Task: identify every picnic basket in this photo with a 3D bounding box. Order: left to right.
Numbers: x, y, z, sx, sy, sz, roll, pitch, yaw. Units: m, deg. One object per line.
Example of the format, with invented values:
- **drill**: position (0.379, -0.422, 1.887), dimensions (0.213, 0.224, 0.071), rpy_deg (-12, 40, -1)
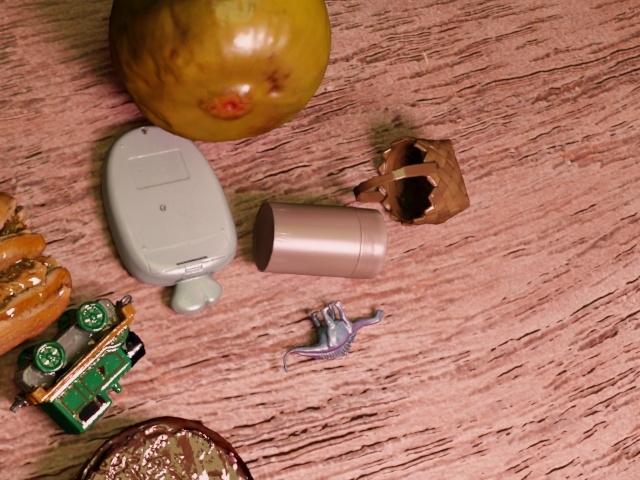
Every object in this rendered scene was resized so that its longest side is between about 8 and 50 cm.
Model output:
- **picnic basket**: position (0.133, -0.092, 1.860), dimensions (0.179, 0.128, 0.137), rpy_deg (-5, 71, -34)

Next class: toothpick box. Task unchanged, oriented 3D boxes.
- **toothpick box**: position (0.000, 0.000, 1.783), dimensions (0.181, 0.111, 0.111), rpy_deg (4, 70, -20)

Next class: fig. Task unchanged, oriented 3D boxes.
- **fig**: position (-0.145, -0.323, 1.732), dimensions (0.343, 0.343, 0.343), rpy_deg (8, 69, -20)

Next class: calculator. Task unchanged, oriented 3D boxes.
- **calculator**: position (-0.218, -0.034, 1.743), dimensions (0.184, 0.042, 0.295), rpy_deg (-15, 76, -26)

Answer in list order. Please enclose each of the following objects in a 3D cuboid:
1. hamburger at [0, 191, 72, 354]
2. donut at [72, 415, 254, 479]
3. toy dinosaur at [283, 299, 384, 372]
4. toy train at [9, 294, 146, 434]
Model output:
- **hamburger**: position (-0.462, 0.061, 1.507), dimensions (0.260, 0.245, 0.211), rpy_deg (-32, 90, -3)
- **donut**: position (-0.204, 0.366, 1.571), dimensions (0.270, 0.103, 0.269), rpy_deg (6, 71, -19)
- **toy dinosaur**: position (0.018, 0.137, 1.777), dimensions (0.197, 0.045, 0.080), rpy_deg (-27, 94, -32)
- **toy train**: position (-0.320, 0.169, 1.605), dimensions (0.228, 0.091, 0.136), rpy_deg (-44, 102, -30)
